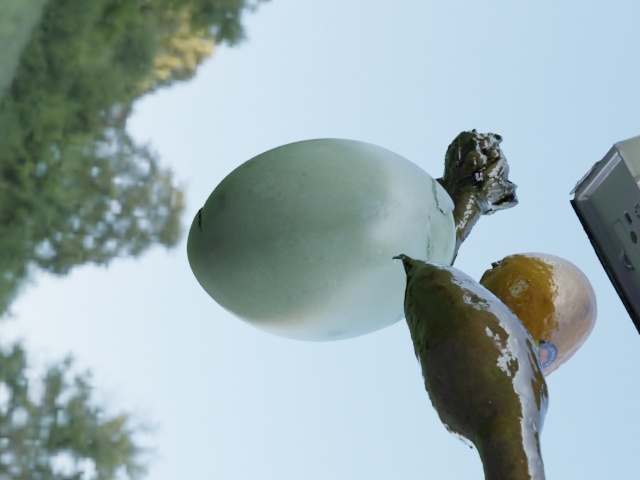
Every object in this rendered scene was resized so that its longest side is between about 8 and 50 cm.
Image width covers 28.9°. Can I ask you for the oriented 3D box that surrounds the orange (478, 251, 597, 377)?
[{"bbox_3d":[0.270,0.098,1.602,0.155,0.177,0.178,46,-49,30],"label":"orange"}]

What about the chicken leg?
[{"bbox_3d":[0.158,-0.037,1.361,0.125,0.080,0.196,-40,-156,39],"label":"chicken leg"}]

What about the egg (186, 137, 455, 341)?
[{"bbox_3d":[0.000,0.000,1.139,0.186,0.253,0.187,-9,90,-79],"label":"egg"}]

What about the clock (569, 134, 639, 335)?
[{"bbox_3d":[0.346,-0.001,1.271,0.147,0.071,0.192,110,-43,-66],"label":"clock"}]

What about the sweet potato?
[{"bbox_3d":[0.103,0.096,0.743,0.269,0.074,0.075,-105,-149,-41],"label":"sweet potato"}]
